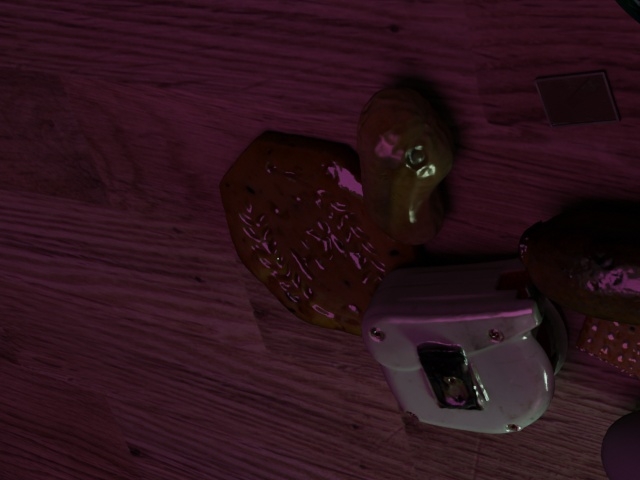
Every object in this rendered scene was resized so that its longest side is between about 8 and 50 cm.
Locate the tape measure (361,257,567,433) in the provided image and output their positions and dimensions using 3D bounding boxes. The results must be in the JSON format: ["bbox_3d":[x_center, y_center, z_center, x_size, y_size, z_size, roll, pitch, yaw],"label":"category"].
[{"bbox_3d":[0.199,0.140,1.590,0.258,0.130,0.265,-6,124,29],"label":"tape measure"}]

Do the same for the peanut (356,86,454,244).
[{"bbox_3d":[0.109,-0.085,1.502,0.110,0.120,0.236,54,164,47],"label":"peanut"}]

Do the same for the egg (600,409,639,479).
[{"bbox_3d":[0.448,0.285,1.515,0.198,0.146,0.146,19,136,38],"label":"egg"}]

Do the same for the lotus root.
[{"bbox_3d":[0.350,0.031,1.383,0.241,0.124,0.123,9,122,35],"label":"lotus root"}]

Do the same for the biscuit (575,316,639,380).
[{"bbox_3d":[0.438,0.143,1.497,0.231,0.016,0.139,27,140,19],"label":"biscuit"}]

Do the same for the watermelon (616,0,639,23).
[{"bbox_3d":[0.344,-0.285,1.090,0.222,0.319,0.292,-136,25,-66],"label":"watermelon"}]

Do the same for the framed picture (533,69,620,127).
[{"bbox_3d":[0.290,-0.159,1.354,0.089,0.007,0.066,-2,123,42],"label":"framed picture"}]

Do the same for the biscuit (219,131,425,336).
[{"bbox_3d":[0.000,0.000,1.727,0.359,0.046,0.359,23,138,22],"label":"biscuit"}]
